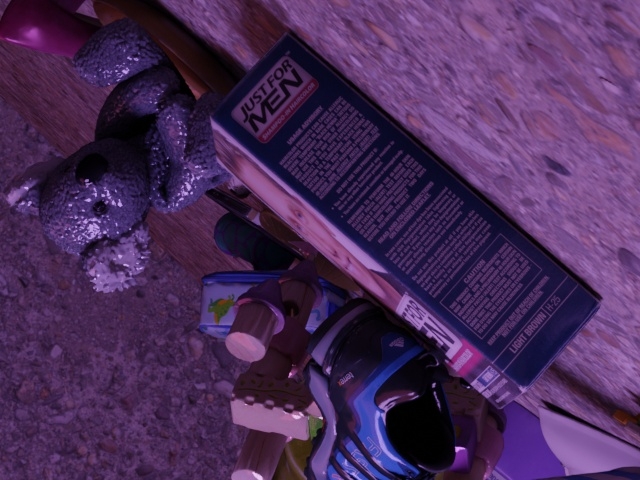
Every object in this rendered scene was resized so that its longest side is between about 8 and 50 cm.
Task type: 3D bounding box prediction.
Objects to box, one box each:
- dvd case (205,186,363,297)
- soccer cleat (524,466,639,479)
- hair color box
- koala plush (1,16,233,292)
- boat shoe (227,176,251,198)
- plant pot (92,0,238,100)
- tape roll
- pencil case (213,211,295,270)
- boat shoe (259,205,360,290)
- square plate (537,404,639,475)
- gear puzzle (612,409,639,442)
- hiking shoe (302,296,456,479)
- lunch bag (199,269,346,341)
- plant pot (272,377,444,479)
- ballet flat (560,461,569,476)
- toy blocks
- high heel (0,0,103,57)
[{"bbox_3d":[-0.051,-0.005,2.268,0.221,0.018,0.164,35,177,-34],"label":"dvd case"},{"bbox_3d":[0.234,0.284,1.745,0.331,0.116,0.143,-10,-178,35],"label":"soccer cleat"},{"bbox_3d":[0.066,-0.011,1.549,0.347,0.105,0.174,42,171,6],"label":"hair color box"},{"bbox_3d":[-0.195,-0.068,1.815,0.196,0.221,0.203,39,171,13],"label":"koala plush"},{"bbox_3d":[-0.096,-0.070,2.200,0.035,0.035,0.100,42,172,3],"label":"boat shoe"},{"bbox_3d":[-0.142,-0.178,1.889,0.236,0.032,0.236,42,172,7],"label":"plant pot"},{"bbox_3d":[0.257,0.277,2.203,0.189,0.080,0.189,41,170,8],"label":"tape roll"},{"bbox_3d":[-0.091,0.005,2.447,0.151,0.064,0.070,26,135,63],"label":"pencil case"},{"bbox_3d":[-0.001,0.000,2.129,0.153,0.048,0.056,36,148,-5],"label":"boat shoe"},{"bbox_3d":[0.406,0.335,1.930,0.344,0.049,0.347,45,171,-23],"label":"square plate"},{"bbox_3d":[0.358,0.204,1.538,0.175,0.044,0.339,37,177,-20],"label":"gear puzzle"},{"bbox_3d":[0.061,0.200,1.647,0.132,0.113,0.304,30,144,37],"label":"hiking shoe"},{"bbox_3d":[-0.057,0.091,2.376,0.176,0.090,0.219,1,171,13],"label":"lunch bag"},{"bbox_3d":[0.081,0.333,2.518,0.366,0.366,0.353,38,159,26],"label":"plant pot"},{"bbox_3d":[0.315,0.282,2.101,0.114,0.041,0.041,47,170,-29],"label":"ballet flat"},{"bbox_3d":[0.064,0.099,1.865,0.288,0.260,0.309,11,136,13],"label":"toy blocks"},{"bbox_3d":[-0.255,-0.199,2.000,0.082,0.117,0.244,34,168,42],"label":"high heel"}]
